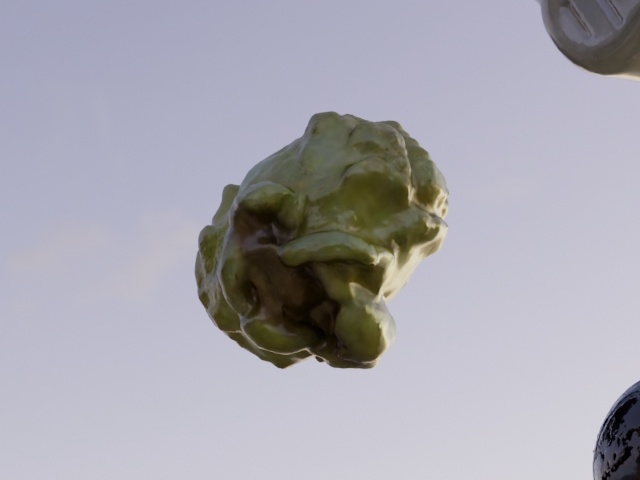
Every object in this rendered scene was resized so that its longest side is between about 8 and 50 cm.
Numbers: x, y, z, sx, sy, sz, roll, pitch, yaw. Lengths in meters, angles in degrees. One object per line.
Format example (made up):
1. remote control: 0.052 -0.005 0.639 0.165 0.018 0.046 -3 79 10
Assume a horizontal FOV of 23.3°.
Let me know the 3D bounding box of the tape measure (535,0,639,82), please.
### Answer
1. tape measure: 0.247 -0.255 1.080 0.130 0.265 0.258 2 -43 -34

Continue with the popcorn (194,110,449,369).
1. popcorn: 0.000 0.000 1.369 0.256 0.255 0.195 -39 -70 19

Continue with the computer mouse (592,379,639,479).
1. computer mouse: 0.280 0.174 1.013 0.233 0.137 0.096 21 19 29
